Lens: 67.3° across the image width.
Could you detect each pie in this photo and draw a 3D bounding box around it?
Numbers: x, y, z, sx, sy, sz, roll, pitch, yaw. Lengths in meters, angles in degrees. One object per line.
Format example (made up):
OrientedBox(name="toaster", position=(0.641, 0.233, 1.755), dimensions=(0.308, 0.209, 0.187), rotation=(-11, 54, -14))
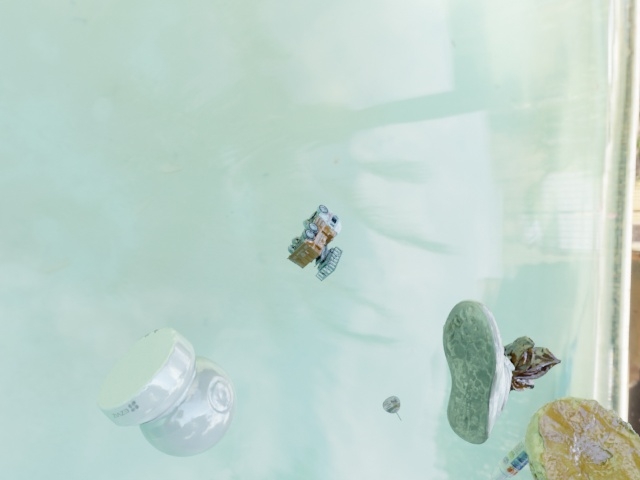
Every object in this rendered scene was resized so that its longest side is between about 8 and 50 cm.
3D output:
OrientedBox(name="pie", position=(0.718, 0.578, 1.295), dimensions=(0.083, 0.339, 0.339), rotation=(83, 30, -50))

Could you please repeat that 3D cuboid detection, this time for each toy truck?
OrientedBox(name="toy truck", position=(0.001, -0.001, 1.193), dimensions=(0.115, 0.080, 0.178), rotation=(39, 39, -11))

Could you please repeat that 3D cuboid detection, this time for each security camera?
OrientedBox(name="security camera", position=(-0.270, 0.305, 0.916), dimensions=(0.236, 0.194, 0.195), rotation=(51, 50, -25))

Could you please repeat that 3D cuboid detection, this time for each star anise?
OrientedBox(name="star anise", position=(0.490, 0.321, 1.226), dimensions=(0.214, 0.220, 0.099), rotation=(36, 29, -39))

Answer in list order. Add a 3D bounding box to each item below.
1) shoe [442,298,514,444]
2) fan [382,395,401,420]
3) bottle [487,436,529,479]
OrientedBox(name="shoe", position=(0.354, 0.267, 1.036), dimensions=(0.159, 0.124, 0.316), rotation=(-12, 108, -42))
OrientedBox(name="fan", position=(0.249, 0.553, 1.603), dimensions=(0.060, 0.080, 0.003), rotation=(-54, 164, -20))
OrientedBox(name="bottle", position=(0.588, 0.687, 1.481), dimensions=(0.060, 0.060, 0.217), rotation=(7, 125, -55))
